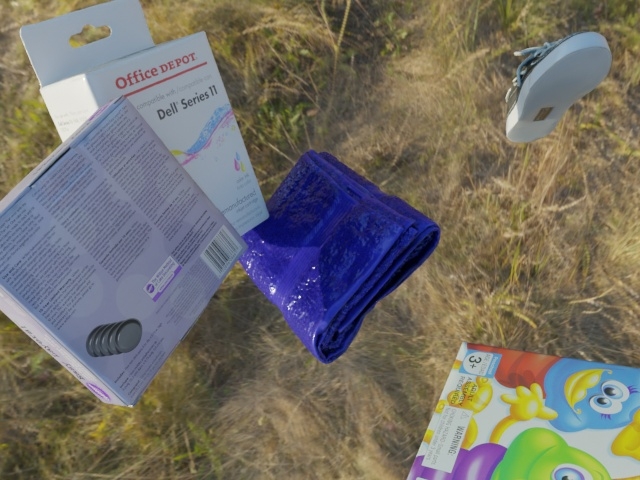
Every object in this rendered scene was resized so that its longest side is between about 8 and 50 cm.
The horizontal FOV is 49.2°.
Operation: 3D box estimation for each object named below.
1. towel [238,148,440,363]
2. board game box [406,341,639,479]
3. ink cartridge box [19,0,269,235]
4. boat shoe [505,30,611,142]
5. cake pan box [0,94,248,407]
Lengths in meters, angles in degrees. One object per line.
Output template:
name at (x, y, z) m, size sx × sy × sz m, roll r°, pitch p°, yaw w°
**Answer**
towel at (0.000, 0.000, 0.971) m, size 0.228 × 0.076 × 0.308 m, roll -48°, pitch 36°, yaw 0°
board game box at (0.215, 0.179, 0.453) m, size 0.275 × 0.142 × 0.144 m, roll 4°, pitch 47°, yaw 34°
ink cartridge box at (-0.225, -0.147, 0.947) m, size 0.119 × 0.207 × 0.354 m, roll 1°, pitch 118°, yaw 42°
boat shoe at (0.363, -0.261, 1.111) m, size 0.113 × 0.306 × 0.105 m, roll -6°, pitch 75°, yaw 2°
cake pan box at (-0.229, 0.007, 0.791) m, size 0.070 × 0.246 × 0.267 m, roll -5°, pitch 42°, yaw 44°
